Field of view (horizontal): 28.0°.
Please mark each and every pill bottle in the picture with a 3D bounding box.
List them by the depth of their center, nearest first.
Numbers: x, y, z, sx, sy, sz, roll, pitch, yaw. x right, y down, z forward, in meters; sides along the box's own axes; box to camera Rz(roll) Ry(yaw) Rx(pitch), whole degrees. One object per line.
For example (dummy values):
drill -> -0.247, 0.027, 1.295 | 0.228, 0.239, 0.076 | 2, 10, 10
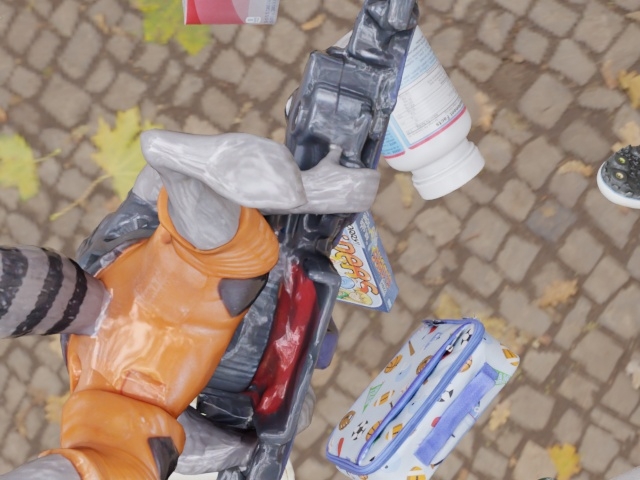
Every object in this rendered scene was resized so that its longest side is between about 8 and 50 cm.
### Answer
pill bottle -> 0.079, -0.120, 1.144 | 0.087, 0.087, 0.160 | -26, 106, 24

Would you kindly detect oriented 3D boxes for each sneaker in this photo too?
sneaker -> 0.386, -0.065, 1.469 | 0.085, 0.237, 0.086 | 55, 129, 21

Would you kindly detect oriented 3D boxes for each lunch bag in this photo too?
lunch bag -> 0.152, 0.240, 1.897 | 0.115, 0.243, 0.303 | 41, 77, -11

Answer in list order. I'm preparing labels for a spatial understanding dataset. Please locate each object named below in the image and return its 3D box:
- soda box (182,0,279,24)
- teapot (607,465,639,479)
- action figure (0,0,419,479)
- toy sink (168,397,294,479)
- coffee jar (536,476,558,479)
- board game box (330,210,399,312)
soda box -> -0.067, -0.284, 1.025 | 0.084, 0.263, 0.092 | -2, 62, -9
teapot -> 0.128, 0.209, 0.504 | 0.187, 0.256, 0.252 | -11, 71, 14
action figure -> -0.065, -0.010, 0.627 | 0.179, 0.330, 0.341 | 17, 94, 0
toy sink -> -0.140, 0.232, 1.201 | 0.234, 0.131, 0.152 | -59, 38, 40
coffee jar -> 0.263, 0.364, 1.558 | 0.096, 0.079, 0.184 | 41, 149, 15
board game box -> 0.000, 0.000, 1.393 | 0.136, 0.035, 0.201 | 11, 150, 24
